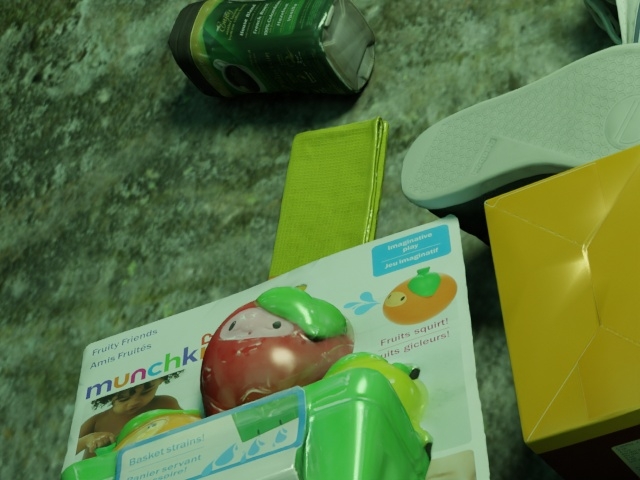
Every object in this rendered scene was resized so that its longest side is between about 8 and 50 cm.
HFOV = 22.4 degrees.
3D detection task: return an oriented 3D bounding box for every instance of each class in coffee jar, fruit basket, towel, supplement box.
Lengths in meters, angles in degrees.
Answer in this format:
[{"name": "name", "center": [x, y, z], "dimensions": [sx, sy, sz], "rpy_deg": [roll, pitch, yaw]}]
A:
[{"name": "coffee jar", "center": [-0.048, -0.181, 1.509], "dimensions": [0.184, 0.096, 0.079], "rpy_deg": [2, 61, 33]}, {"name": "fruit basket", "center": [-0.047, 0.125, 1.118], "dimensions": [0.327, 0.165, 0.353], "rpy_deg": [-19, 38, 14]}, {"name": "towel", "center": [0.000, 0.000, 1.416], "dimensions": [0.102, 0.021, 0.237], "rpy_deg": [-7, 59, 28]}, {"name": "supplement box", "center": [0.221, 0.073, 1.114], "dimensions": [0.129, 0.194, 0.191], "rpy_deg": [-20, 53, 21]}]

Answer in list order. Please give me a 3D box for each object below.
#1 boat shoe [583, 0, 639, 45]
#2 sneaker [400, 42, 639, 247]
[{"name": "boat shoe", "center": [0.257, -0.242, 1.328], "dimensions": [0.156, 0.136, 0.367], "rpy_deg": [-5, 57, 30]}, {"name": "sneaker", "center": [0.217, -0.056, 1.216], "dimensions": [0.295, 0.147, 0.105], "rpy_deg": [-15, 55, 41]}]
